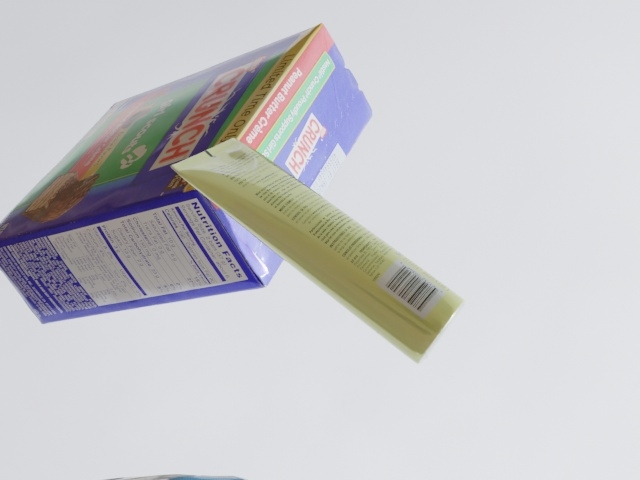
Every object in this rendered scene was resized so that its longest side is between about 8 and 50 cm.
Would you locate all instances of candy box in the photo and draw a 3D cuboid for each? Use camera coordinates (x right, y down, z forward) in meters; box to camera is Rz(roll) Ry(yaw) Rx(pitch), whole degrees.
[{"bbox_3d":[-0.141,-0.061,1.036,0.317,0.122,0.268,-11,-146,37],"label":"candy box"}]

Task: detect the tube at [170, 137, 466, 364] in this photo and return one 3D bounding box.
[{"bbox_3d":[0.000,0.000,0.800,0.240,0.070,0.062,37,-99,10],"label":"tube"}]

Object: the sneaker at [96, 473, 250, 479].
[{"bbox_3d":[-0.106,0.143,0.443,0.086,0.237,0.085,-38,-122,55],"label":"sneaker"}]
